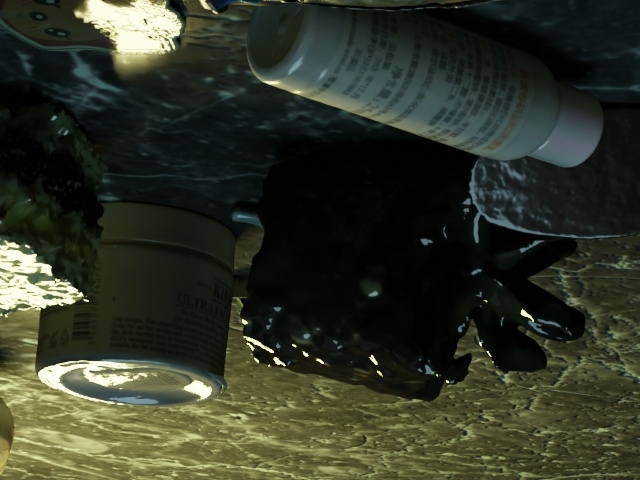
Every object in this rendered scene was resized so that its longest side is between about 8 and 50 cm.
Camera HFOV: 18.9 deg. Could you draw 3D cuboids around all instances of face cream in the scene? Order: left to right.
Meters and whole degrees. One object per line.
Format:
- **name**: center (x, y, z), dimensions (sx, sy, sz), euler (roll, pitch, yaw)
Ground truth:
- **face cream**: center (-0.170, 0.063, 1.771), dimensions (0.177, 0.153, 0.177), euler (3, 163, 1)
- **face cream**: center (0.079, -0.107, 1.292), dimensions (0.269, 0.082, 0.082), euler (17, 158, -34)

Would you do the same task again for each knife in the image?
- **knife**: center (0.000, -0.001, 1.758), dimensions (0.210, 0.015, 0.028), euler (19, 151, -40)

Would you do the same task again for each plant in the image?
- **plant**: center (0.080, 0.034, 1.560), dimensions (0.276, 0.188, 0.199), euler (3, 163, 5)

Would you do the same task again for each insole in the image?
- **insole**: center (0.274, -0.050, 1.439), dimensions (0.327, 0.007, 0.111), euler (0, 121, -2)

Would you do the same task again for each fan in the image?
- **fan**: center (-0.202, -0.156, 1.321), dimensions (0.220, 0.009, 0.132), euler (4, 162, 0)

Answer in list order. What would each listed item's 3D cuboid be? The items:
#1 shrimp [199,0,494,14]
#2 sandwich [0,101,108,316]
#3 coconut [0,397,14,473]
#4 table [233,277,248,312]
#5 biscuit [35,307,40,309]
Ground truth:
- **shrimp**: center (0.025, -0.189, 1.087), dimensions (0.290, 0.054, 0.222), euler (-5, 161, 18)
- **sandwich**: center (-0.329, -0.037, 1.533), dimensions (0.325, 0.131, 0.262), euler (13, 159, -19)
- **coconut**: center (-0.472, 0.227, 2.354), dimensions (0.183, 0.171, 0.171), euler (39, -178, 31)
- **table**: center (-0.001, 0.086, 1.960), dimensions (0.175, 0.062, 0.146), euler (-1, 162, 7)
- **biscuit**: center (-0.347, 0.024, 1.824), dimensions (0.237, 0.026, 0.131), euler (20, 180, -38)
